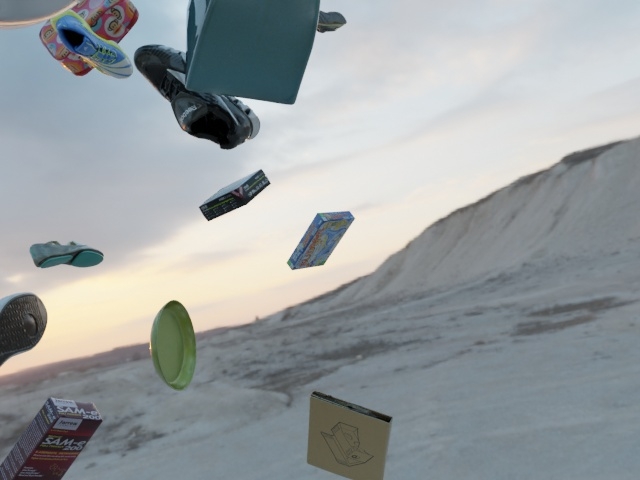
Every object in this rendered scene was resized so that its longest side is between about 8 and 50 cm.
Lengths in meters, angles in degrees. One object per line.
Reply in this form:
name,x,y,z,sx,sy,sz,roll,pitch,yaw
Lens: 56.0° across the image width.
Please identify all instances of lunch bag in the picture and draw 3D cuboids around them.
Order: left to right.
lunch bag,-0.724,-0.673,1.850,0.293,0.258,0.120,-44,-31,2

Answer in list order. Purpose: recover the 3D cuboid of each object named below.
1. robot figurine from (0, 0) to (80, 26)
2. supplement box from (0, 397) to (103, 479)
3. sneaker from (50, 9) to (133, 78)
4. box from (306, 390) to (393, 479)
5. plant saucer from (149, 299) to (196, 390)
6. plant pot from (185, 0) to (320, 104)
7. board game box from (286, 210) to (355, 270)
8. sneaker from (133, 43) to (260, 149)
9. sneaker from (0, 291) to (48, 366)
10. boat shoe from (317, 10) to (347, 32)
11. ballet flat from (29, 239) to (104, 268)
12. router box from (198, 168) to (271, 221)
robot figurine,-0.296,-0.292,0.530,0.300,0.200,0.353,-42,31,-11
supplement box,-0.647,0.495,1.436,0.239,0.073,0.130,-54,-38,5
sneaker,-0.589,-0.486,1.555,0.091,0.126,0.240,-42,-50,16
box,0.054,0.398,1.193,0.164,0.201,0.021,14,34,17
plant saucer,-0.395,0.279,1.602,0.037,0.241,0.241,-8,-6,10
plant pot,-0.088,-0.334,0.824,0.166,0.165,0.234,4,-27,-18
board game box,0.000,0.000,1.753,0.136,0.035,0.201,-7,-40,-44
sneaker,-0.209,-0.228,0.971,0.078,0.234,0.106,-46,12,34
sneaker,-0.584,0.174,1.026,0.123,0.106,0.290,-13,17,11
boat shoe,0.005,-0.559,1.549,0.152,0.056,0.049,-12,-23,-43
ballet flat,-0.633,0.028,1.510,0.072,0.068,0.213,-40,-14,17
router box,-0.171,-0.090,1.198,0.122,0.038,0.092,-19,19,38
